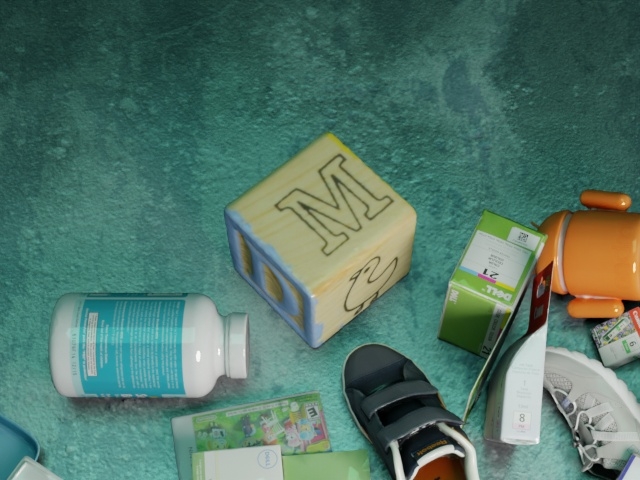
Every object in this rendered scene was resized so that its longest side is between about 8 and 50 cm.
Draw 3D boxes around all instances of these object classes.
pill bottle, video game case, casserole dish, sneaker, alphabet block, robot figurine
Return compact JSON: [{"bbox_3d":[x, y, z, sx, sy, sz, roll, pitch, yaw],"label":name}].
[{"bbox_3d":[-0.232,0.145,1.576,0.264,0.146,0.146,0,61,1],"label":"pill bottle"},{"bbox_3d":[-0.087,0.314,1.551,0.212,0.023,0.193,-10,62,-5],"label":"video game case"},{"bbox_3d":[-0.470,0.289,1.563,0.188,0.037,0.114,28,65,14],"label":"casserole dish"},{"bbox_3d":[0.128,0.257,1.523,0.126,0.127,0.321,-26,63,-9],"label":"sneaker"},{"bbox_3d":[0.379,0.256,1.531,0.115,0.105,0.281,-40,67,-16],"label":"sneaker"},{"bbox_3d":[0.000,0.000,1.630,0.197,0.192,0.193,-39,69,-17],"label":"alphabet block"},{"bbox_3d":[0.400,0.018,1.631,0.219,0.158,0.128,3,29,28],"label":"robot figurine"}]

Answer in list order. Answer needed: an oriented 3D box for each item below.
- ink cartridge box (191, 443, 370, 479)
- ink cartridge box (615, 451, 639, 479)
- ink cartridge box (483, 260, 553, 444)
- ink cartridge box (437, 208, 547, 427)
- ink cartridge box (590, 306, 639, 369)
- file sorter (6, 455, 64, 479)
[{"bbox_3d":[-0.047,0.353,1.486,0.235,0.056,0.171,-6,61,0],"label":"ink cartridge box"},{"bbox_3d":[0.452,0.467,1.393,0.307,0.072,0.303,27,77,32],"label":"ink cartridge box"},{"bbox_3d":[0.260,0.152,1.507,0.066,0.189,0.232,2,81,3],"label":"ink cartridge box"},{"bbox_3d":[0.208,0.115,1.562,0.097,0.189,0.255,24,65,12],"label":"ink cartridge box"},{"bbox_3d":[0.447,0.131,1.611,0.115,0.029,0.063,-29,59,23],"label":"ink cartridge box"},{"bbox_3d":[-0.295,0.438,1.401,0.277,0.173,0.193,28,66,16],"label":"file sorter"}]
